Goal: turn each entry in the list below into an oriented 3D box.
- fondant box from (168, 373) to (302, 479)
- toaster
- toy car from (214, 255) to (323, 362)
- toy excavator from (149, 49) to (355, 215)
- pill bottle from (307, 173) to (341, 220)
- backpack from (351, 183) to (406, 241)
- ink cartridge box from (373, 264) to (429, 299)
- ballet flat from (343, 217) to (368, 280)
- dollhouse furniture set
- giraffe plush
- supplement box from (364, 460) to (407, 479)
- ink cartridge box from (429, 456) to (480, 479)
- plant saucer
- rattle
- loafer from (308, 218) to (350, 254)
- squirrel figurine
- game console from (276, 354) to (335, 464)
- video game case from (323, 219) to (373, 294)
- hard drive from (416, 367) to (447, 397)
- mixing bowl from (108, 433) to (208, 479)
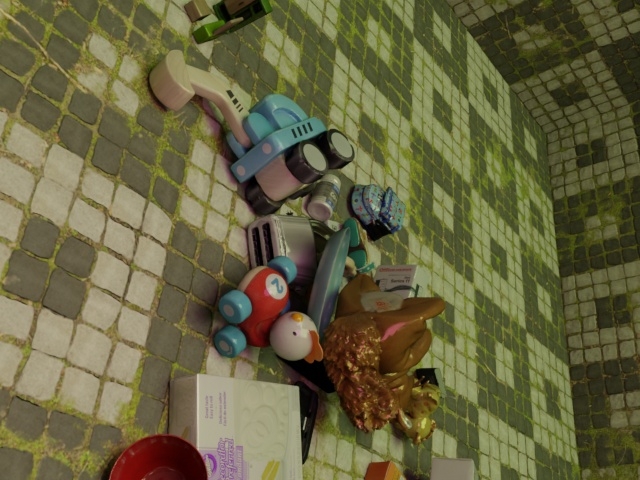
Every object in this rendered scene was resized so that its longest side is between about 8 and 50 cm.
[{"bbox_3d":[-0.180,0.433,1.540,0.330,0.096,0.238,20,59,-47],"label":"fondant box"},{"bbox_3d":[-0.099,0.018,1.813,0.146,0.129,0.227,8,71,-50],"label":"toaster"},{"bbox_3d":[-0.083,0.189,1.613,0.219,0.238,0.210,-38,149,-47],"label":"toy car"},{"bbox_3d":[-0.184,-0.298,1.811,0.445,0.222,0.433,56,36,1],"label":"toy excavator"},{"bbox_3d":[0.014,-0.131,2.079,0.078,0.078,0.137,50,40,-29],"label":"pill bottle"},{"bbox_3d":[0.182,-0.112,2.273,0.173,0.117,0.158,49,40,-25],"label":"backpack"},{"bbox_3d":[0.229,0.180,2.131,0.087,0.153,0.208,46,52,-41],"label":"ink cartridge box"},{"bbox_3d":[0.114,0.033,2.111,0.067,0.073,0.206,28,55,-63],"label":"ballet flat"},{"bbox_3d":[-0.295,-0.704,1.850,0.197,0.151,0.301,-42,109,-53],"label":"dollhouse furniture set"},{"bbox_3d":[0.292,0.521,2.112,0.181,0.210,0.170,17,90,-49],"label":"giraffe plush"},{"bbox_3d":[0.217,0.726,1.970,0.233,0.078,0.080,53,39,-24],"label":"supplement box"},{"bbox_3d":[0.408,0.809,2.072,0.307,0.129,0.223,64,31,-47],"label":"ink cartridge box"},{"bbox_3d":[0.016,0.116,1.774,0.317,0.043,0.318,14,90,-82],"label":"plant saucer"},{"bbox_3d":[0.062,0.113,1.972,0.199,0.130,0.143,23,46,-31],"label":"rattle"},{"bbox_3d":[0.000,0.000,1.987,0.220,0.080,0.078,22,66,-35],"label":"loafer"},{"bbox_3d":[0.139,0.344,1.851,0.397,0.281,0.370,-34,130,-52],"label":"squirrel figurine"},{"bbox_3d":[-0.046,0.387,1.794,0.213,0.044,0.361,43,43,-32],"label":"game console"},{"bbox_3d":[0.090,0.061,2.144,0.206,0.026,0.227,13,63,-51],"label":"video game case"},{"bbox_3d":[0.355,0.458,2.244,0.022,0.135,0.094,-12,84,-21],"label":"hard drive"},{"bbox_3d":[-0.302,0.468,1.321,0.098,0.181,0.181,101,-6,-60],"label":"mixing bowl"}]
